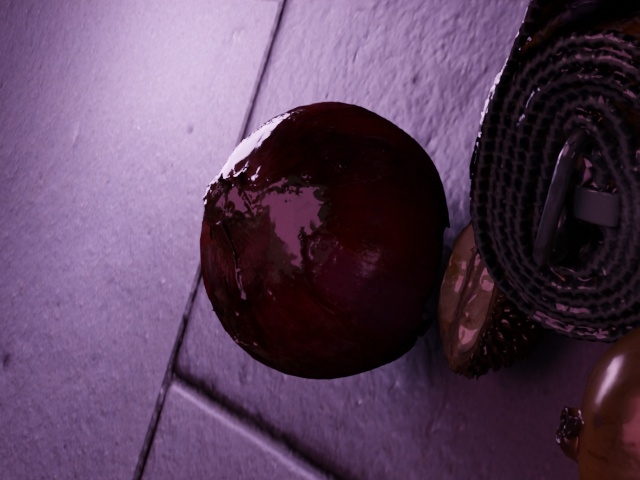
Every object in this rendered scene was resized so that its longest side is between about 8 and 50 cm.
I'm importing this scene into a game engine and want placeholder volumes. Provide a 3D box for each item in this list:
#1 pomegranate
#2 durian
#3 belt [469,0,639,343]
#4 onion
[{"bbox_3d":[0.271,0.145,1.070,0.191,0.191,0.191,-25,58,48],"label":"pomegranate"},{"bbox_3d":[0.173,0.040,1.329,0.148,0.091,0.188,-114,38,-69],"label":"durian"},{"bbox_3d":[0.229,-0.062,1.137,0.207,0.160,0.295,33,133,23],"label":"belt"},{"bbox_3d":[0.000,0.000,1.450,0.276,0.276,0.276,-25,58,48],"label":"onion"}]
